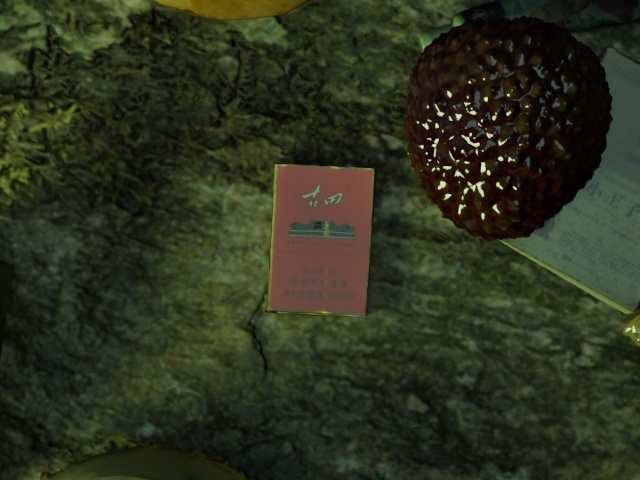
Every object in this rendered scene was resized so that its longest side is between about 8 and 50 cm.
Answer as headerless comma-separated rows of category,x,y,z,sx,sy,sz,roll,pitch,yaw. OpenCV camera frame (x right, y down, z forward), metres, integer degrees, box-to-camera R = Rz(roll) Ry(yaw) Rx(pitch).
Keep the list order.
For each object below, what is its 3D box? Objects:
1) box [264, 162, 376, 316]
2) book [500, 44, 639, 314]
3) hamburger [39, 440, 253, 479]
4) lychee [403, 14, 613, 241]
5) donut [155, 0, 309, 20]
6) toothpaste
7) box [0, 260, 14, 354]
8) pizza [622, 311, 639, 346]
box,0.000,0.000,1.625,0.090,0.023,0.133,5,89,-2
book,0.262,-0.053,1.629,0.138,0.016,0.198,30,89,0
hamburger,-0.151,0.312,1.544,0.276,0.179,0.294,40,86,-2
lychee,0.151,-0.090,1.545,0.188,0.188,0.188,0,89,0
donut,-0.076,-0.345,1.567,0.299,0.150,0.317,27,90,1
toothpaste,0.190,-0.199,1.623,0.216,0.037,0.062,-15,88,-5
box,-0.313,0.129,1.559,0.067,0.149,0.233,8,89,-3
pizza,0.359,0.120,1.606,0.201,0.053,0.193,-2,87,-11
